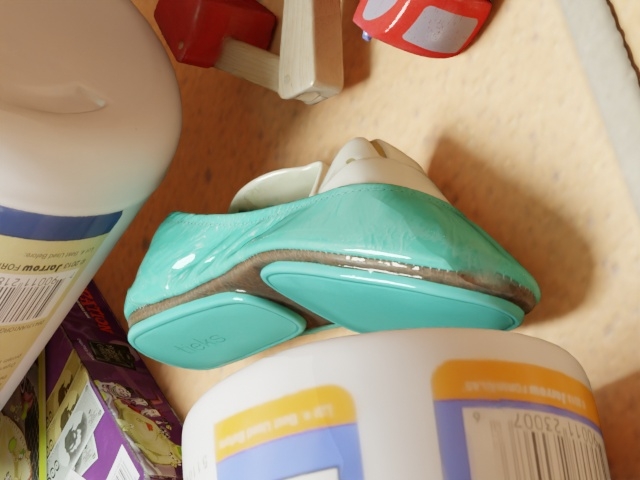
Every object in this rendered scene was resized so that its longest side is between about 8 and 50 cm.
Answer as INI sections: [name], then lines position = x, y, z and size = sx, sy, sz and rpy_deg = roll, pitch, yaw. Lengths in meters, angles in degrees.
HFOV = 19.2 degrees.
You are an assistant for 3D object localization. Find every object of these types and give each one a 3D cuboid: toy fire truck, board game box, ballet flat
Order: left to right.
[board game box]
position = -0.179, 0.203, 1.027
size = 0.208, 0.056, 0.347
rpy_deg = 49, 120, 44
[toy fire truck]
position = 0.000, -0.113, 0.857
size = 0.192, 0.047, 0.135
rpy_deg = 47, 120, 48
[ballet flat]
position = 0.000, 0.000, 0.804
size = 0.247, 0.083, 0.087
rpy_deg = -11, 58, 51

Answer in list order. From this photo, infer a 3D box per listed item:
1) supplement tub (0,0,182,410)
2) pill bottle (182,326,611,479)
[supplement tub]
position = -0.235, 0.000, 0.925
size = 0.316, 0.228, 0.228
rpy_deg = -53, 43, 27
[pill bottle]
position = 0.038, 0.179, 0.635
size = 0.152, 0.152, 0.272
rpy_deg = -33, 55, 46
